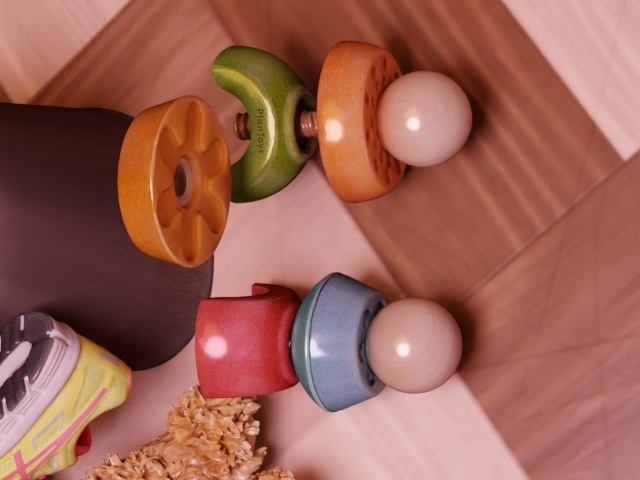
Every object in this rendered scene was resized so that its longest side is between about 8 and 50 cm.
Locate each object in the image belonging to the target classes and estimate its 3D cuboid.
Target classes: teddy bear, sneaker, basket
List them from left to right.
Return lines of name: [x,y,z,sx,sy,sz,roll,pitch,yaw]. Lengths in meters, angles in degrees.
basket: [-0.202,-0.013,1.263,0.154,0.227,0.204,-42,67,19]
sneaker: [-0.197,0.132,1.248,0.208,0.094,0.081,-42,45,33]
teddy bear: [-0.149,0.231,1.250,0.338,0.113,0.245,-27,61,19]

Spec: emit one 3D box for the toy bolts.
toy bolts: [0.000,0.000,1.176,0.158,0.218,0.228,1,103,24]
